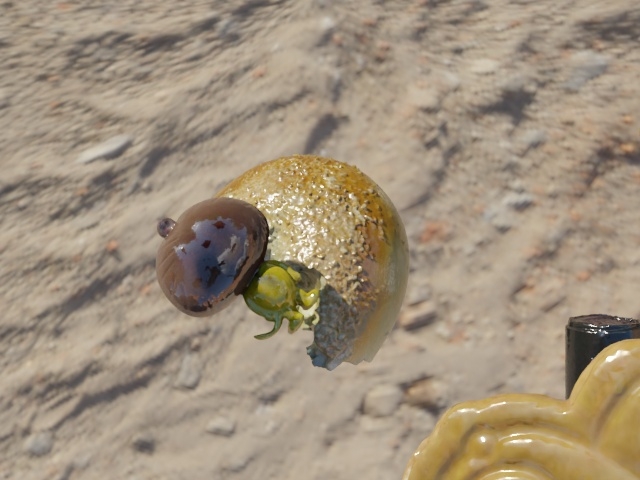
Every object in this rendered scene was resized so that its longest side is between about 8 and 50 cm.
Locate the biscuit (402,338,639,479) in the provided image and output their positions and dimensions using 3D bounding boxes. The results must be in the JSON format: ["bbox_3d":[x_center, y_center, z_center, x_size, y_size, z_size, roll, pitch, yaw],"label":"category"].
[{"bbox_3d":[0.169,0.241,1.074,0.269,0.051,0.376,36,104,12],"label":"biscuit"}]

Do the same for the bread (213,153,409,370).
[{"bbox_3d":[0.005,0.000,1.874,0.192,0.171,0.314,-37,55,4],"label":"bread"}]

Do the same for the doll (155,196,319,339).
[{"bbox_3d":[-0.101,0.039,1.674,0.145,0.096,0.188,-34,90,-16],"label":"doll"}]

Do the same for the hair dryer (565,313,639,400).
[{"bbox_3d":[0.296,0.186,1.493,0.089,0.251,0.197,-1,96,4],"label":"hair dryer"}]
